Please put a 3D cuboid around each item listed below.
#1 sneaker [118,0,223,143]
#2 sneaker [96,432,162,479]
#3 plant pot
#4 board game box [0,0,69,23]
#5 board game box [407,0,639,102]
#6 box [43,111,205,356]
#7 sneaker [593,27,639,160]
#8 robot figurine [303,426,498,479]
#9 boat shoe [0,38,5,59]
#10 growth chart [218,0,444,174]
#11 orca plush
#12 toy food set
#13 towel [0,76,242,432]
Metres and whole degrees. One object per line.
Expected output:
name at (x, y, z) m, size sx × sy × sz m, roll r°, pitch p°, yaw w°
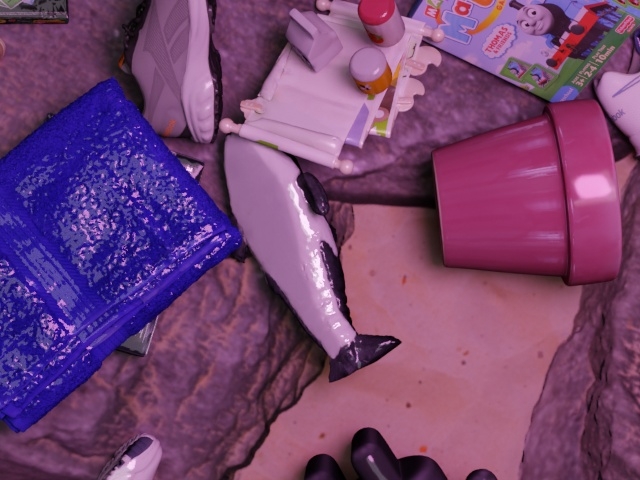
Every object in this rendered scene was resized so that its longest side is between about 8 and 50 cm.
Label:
sneaker at (-0.156, -0.222, 1.185) m, size 0.108 × 0.100 × 0.271 m, roll 1°, pitch 120°, yaw -1°
sneaker at (-0.185, 0.328, 1.197) m, size 0.153 × 0.094 × 0.235 m, roll 29°, pitch 82°, yaw -9°
plant pot at (0.215, -0.045, 1.252) m, size 0.180 × 0.201 × 0.201 m, roll -6°, pitch 88°, yaw 5°
board game box at (-0.399, -0.296, 1.225) m, size 0.259 × 0.030 × 0.136 m, roll -2°, pitch 89°, yaw -11°
board game box at (0.219, -0.245, 1.272) m, size 0.211 × 0.160 × 0.039 m, roll 25°, pitch 53°, yaw -8°
box at (-0.236, -0.005, 1.226) m, size 0.175 × 0.051 × 0.220 m, roll 17°, pitch 84°, yaw -9°
sneaker at (0.443, -0.227, 1.341) m, size 0.297 × 0.111 × 0.129 m, roll -43°, pitch 89°, yaw -11°
robot figurine at (0.087, 0.336, 1.211) m, size 0.173 × 0.209 × 0.278 m, roll -34°, pitch 93°, yaw -47°
boat shoe at (-0.395, -0.203, 1.198) m, size 0.135 × 0.045 × 0.050 m, roll 11°, pitch 122°, yaw -18°
growth chart at (0.023, -0.171, 1.241) m, size 0.172 × 0.021 × 0.237 m, roll 25°, pitch 60°, yaw 13°
orca plush at (0.000, 0.000, 1.243) m, size 0.102 × 0.151 × 0.287 m, roll -16°, pitch 61°, yaw -48°
toy food set at (-0.004, -0.260, 1.203) m, size 0.111 × 0.104 × 0.232 m, roll -42°, pitch 64°, yaw -1°
towel at (-0.256, 0.012, 1.156) m, size 0.308 × 0.076 × 0.228 m, roll -41°, pitch 95°, yaw -9°
